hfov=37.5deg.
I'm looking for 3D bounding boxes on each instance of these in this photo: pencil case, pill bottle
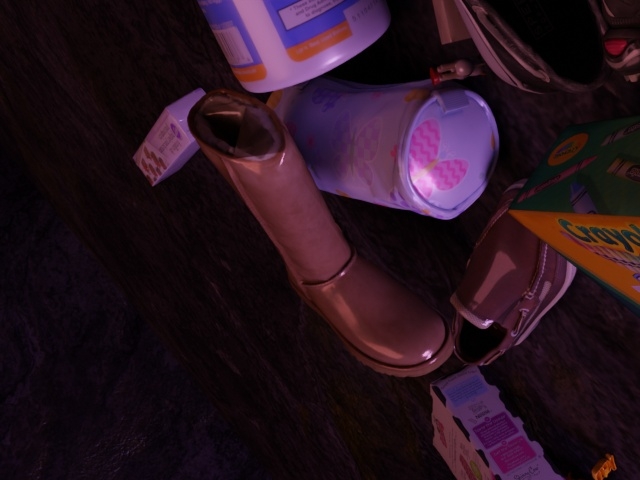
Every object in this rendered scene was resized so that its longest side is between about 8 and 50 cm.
[{"bbox_3d":[0.048,-0.101,0.914,0.273,0.113,0.124,21,107,56],"label":"pencil case"},{"bbox_3d":[-0.058,-0.278,0.806,0.152,0.152,0.272,15,136,59],"label":"pill bottle"}]

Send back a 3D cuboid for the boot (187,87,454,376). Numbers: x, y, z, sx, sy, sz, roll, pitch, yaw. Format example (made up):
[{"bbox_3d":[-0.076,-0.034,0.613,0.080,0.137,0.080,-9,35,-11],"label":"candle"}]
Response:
[{"bbox_3d":[0.000,0.000,0.903,0.236,0.089,0.269,29,158,38],"label":"boot"}]

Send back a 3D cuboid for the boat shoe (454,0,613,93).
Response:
[{"bbox_3d":[0.089,-0.221,0.597,0.306,0.113,0.105,59,-176,-15],"label":"boat shoe"}]

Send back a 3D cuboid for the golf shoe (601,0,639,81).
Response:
[{"bbox_3d":[0.238,-0.141,0.464,0.273,0.105,0.120,15,131,58],"label":"golf shoe"}]

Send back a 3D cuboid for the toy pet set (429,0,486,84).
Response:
[{"bbox_3d":[0.115,-0.188,0.733,0.114,0.065,0.122,-115,11,-79],"label":"toy pet set"}]

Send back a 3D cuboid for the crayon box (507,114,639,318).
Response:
[{"bbox_3d":[0.242,0.003,0.555,0.165,0.081,0.278,37,176,-10],"label":"crayon box"}]

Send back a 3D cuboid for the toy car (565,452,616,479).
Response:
[{"bbox_3d":[0.296,0.273,1.066,0.060,0.040,0.122,37,154,38],"label":"toy car"}]

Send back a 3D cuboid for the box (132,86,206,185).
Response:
[{"bbox_3d":[-0.230,-0.156,1.484,0.063,0.067,0.324,55,160,-5],"label":"box"}]

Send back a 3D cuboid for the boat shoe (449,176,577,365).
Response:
[{"bbox_3d":[0.174,0.047,0.896,0.095,0.095,0.257,43,156,27],"label":"boat shoe"}]

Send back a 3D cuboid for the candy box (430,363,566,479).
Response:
[{"bbox_3d":[0.221,0.282,1.130,0.233,0.071,0.159,55,164,37],"label":"candy box"}]
